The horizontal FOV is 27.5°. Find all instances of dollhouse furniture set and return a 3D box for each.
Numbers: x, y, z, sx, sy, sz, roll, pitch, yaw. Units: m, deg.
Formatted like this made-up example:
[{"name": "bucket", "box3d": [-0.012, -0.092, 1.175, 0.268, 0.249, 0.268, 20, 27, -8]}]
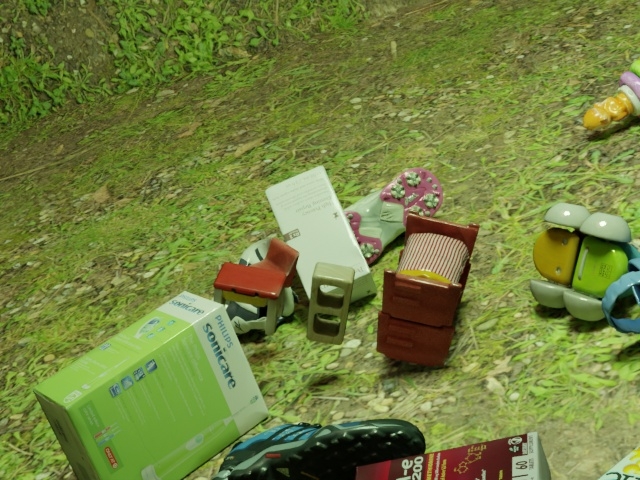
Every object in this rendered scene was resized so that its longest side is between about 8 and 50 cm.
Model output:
[{"name": "dollhouse furniture set", "box3d": [0.040, 0.049, 2.009, 0.374, 0.152, 0.201, 11, 31, 7]}]

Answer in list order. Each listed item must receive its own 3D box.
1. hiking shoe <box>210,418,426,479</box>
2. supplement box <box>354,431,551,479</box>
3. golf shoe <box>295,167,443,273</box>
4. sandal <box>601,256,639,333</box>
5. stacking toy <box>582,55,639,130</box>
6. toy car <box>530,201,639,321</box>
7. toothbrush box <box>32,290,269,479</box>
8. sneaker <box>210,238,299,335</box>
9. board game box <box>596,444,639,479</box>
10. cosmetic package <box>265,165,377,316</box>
[{"name": "hiking shoe", "box3d": [-0.006, 0.281, 1.763, 0.304, 0.113, 0.132, -14, 25, 13]}, {"name": "supplement box", "box3d": [0.159, 0.320, 1.603, 0.239, 0.073, 0.130, -14, 25, 15]}, {"name": "golf shoe", "box3d": [0.080, -0.019, 2.370, 0.306, 0.115, 0.140, -29, 0, -10]}, {"name": "sandal", "box3d": [0.494, 0.045, 1.833, 0.138, 0.126, 0.317, 12, 35, 28]}, {"name": "stacking toy", "box3d": [0.625, -0.292, 2.463, 0.302, 0.166, 0.175, -33, 10, -2]}, {"name": "toy car", "box3d": [0.410, 0.034, 1.958, 0.136, 0.159, 0.182, 9, 7, -33]}, {"name": "toothbrush box", "box3d": [-0.245, 0.239, 1.925, 0.283, 0.206, 0.122, -33, 27, -25]}, {"name": "sneaker", "box3d": [-0.083, 0.081, 2.270, 0.153, 0.094, 0.235, -1, 31, 35]}, {"name": "board game box", "box3d": [0.402, 0.293, 1.384, 0.275, 0.144, 0.142, -33, 27, -24]}, {"name": "cosmetic package", "box3d": [0.000, 0.000, 2.236, 0.117, 0.085, 0.231, -25, 61, 0]}]
